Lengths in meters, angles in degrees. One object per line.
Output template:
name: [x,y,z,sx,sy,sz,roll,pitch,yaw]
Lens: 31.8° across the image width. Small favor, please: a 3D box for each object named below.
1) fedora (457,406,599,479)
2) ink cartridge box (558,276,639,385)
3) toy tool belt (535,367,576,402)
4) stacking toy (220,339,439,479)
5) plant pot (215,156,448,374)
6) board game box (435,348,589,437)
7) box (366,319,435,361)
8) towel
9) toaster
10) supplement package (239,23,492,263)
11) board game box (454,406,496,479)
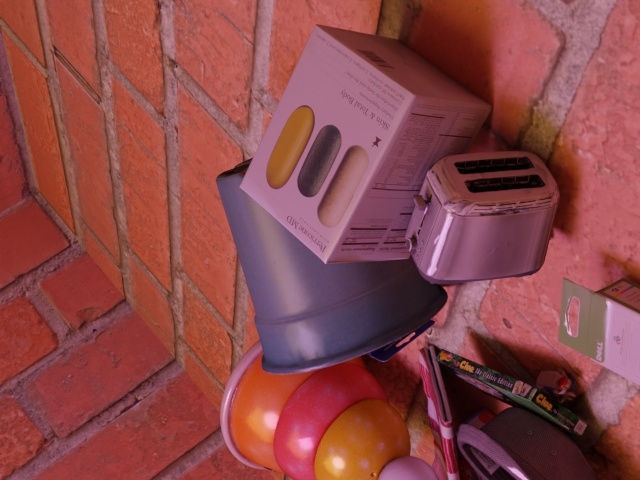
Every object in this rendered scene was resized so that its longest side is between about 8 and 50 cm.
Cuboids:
fedora: [0.355,0.374,1.832,0.275,0.124,0.244,41,166,29]
ink cartridge box: [0.418,0.123,1.491,0.209,0.062,0.109,29,132,45]
toy tool belt: [0.382,0.231,1.778,0.051,0.052,0.083,30,167,-19]
stacking toy: [0.054,0.396,2.206,0.480,0.350,0.351,33,148,48]
plant pot: [0.000,0.000,1.892,0.341,0.341,0.334,-3,110,63]
board game box: [0.312,0.250,1.860,0.136,0.030,0.259,38,170,-29]
box: [0.097,0.151,2.100,0.225,0.136,0.037,18,136,54]
towel: [0.229,0.391,2.101,0.237,0.037,0.329,-99,-1,-59]
toaster: [0.231,-0.033,1.532,0.129,0.226,0.146,-108,20,-45]
supplement package: [0.061,-0.131,1.576,0.199,0.198,0.263,41,116,31]
board game box: [0.386,0.504,2.068,0.308,0.086,0.302,36,150,38]
